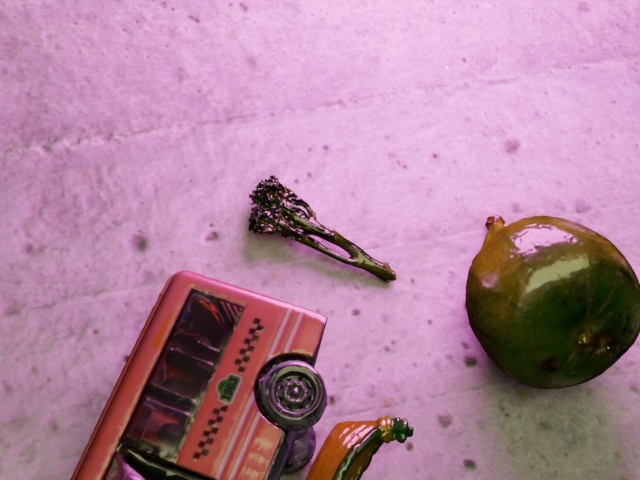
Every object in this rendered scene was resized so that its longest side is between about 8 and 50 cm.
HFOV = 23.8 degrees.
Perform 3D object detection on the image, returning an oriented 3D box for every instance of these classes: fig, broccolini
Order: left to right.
[{"bbox_3d":[-0.001,0.000,1.823,0.201,0.058,0.074,35,80,-12],"label":"broccolini"},{"bbox_3d":[0.252,0.055,1.796,0.203,0.235,0.203,-6,113,-15],"label":"fig"}]

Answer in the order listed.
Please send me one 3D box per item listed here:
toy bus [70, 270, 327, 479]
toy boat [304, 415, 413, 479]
[{"bbox_3d":[-0.147,0.259,1.601,0.233,0.203,0.427,22,65,5],"label":"toy bus"},{"bbox_3d":[0.027,0.290,1.677,0.088,0.089,0.229,19,73,20],"label":"toy boat"}]
